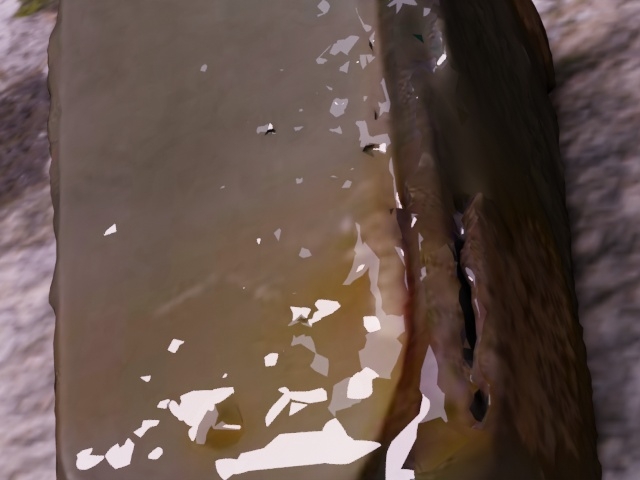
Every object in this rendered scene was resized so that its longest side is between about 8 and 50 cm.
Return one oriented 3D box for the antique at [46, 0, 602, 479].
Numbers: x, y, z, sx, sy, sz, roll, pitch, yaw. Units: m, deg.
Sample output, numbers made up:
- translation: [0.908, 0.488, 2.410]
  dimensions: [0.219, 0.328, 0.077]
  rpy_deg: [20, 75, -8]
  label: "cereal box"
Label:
- translation: [0.000, 0.000, 0.500]
  dimensions: [0.125, 0.150, 0.284]
  rpy_deg: [-20, 44, 17]
  label: "antique"
